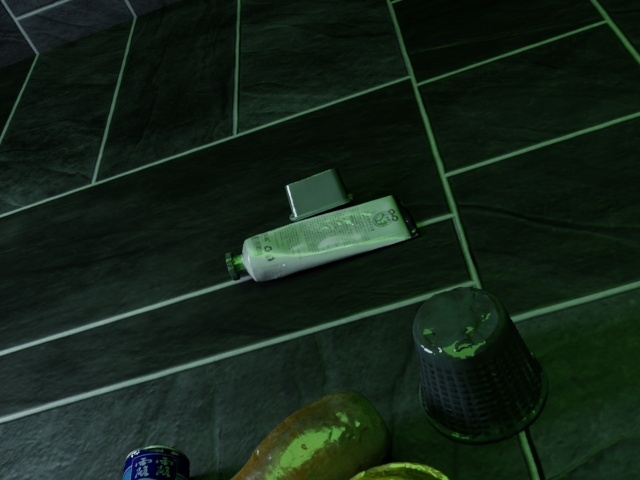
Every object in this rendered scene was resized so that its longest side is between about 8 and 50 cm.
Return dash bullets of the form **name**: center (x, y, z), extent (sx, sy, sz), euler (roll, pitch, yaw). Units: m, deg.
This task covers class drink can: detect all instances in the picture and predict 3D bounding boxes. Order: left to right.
- **drink can**: center (-0.224, 0.394, 1.045), extent (0.097, 0.097, 0.235), euler (-18, 39, 9)

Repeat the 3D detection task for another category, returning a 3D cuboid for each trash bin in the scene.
- **trash bin**: center (0.199, 0.152, 1.043), extent (0.176, 0.161, 0.175), euler (-13, 42, 12)

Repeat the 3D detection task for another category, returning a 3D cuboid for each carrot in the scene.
- **carrot**: center (-0.042, 0.314, 1.013), extent (0.302, 0.138, 0.139), euler (-40, 41, -17)

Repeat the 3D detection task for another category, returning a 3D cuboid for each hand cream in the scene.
- **hand cream**: center (0.000, 0.000, 1.403), extent (0.336, 0.076, 0.121), euler (-17, 45, 0)

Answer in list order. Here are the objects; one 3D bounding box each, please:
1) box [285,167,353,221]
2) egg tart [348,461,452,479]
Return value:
- **box**: center (-0.006, -0.085, 1.459), extent (0.122, 0.069, 0.084), euler (-19, 3, 6)
- **egg tart**: center (0.079, 0.333, 0.876), extent (0.213, 0.090, 0.212), euler (-15, 43, 14)
